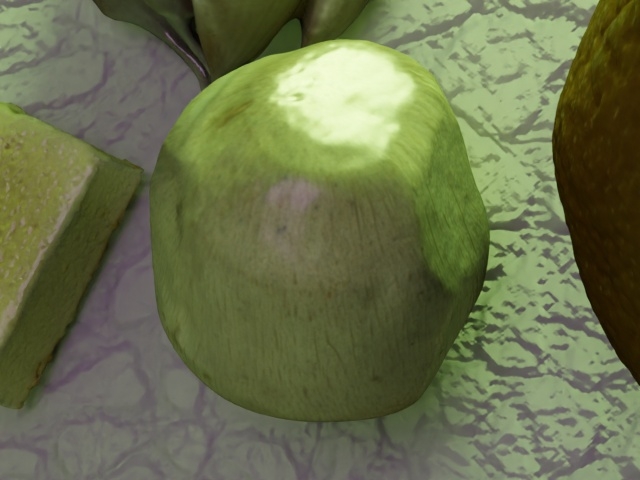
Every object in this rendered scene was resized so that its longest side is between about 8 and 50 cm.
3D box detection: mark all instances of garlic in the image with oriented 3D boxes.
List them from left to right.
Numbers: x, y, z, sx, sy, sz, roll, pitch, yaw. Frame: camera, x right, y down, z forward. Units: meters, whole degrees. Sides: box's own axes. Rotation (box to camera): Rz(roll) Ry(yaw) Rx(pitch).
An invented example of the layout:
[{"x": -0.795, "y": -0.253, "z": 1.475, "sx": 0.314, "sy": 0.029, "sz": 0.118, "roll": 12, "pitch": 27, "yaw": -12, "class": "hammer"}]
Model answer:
[{"x": -0.063, "y": -0.235, "z": 1.081, "sx": 0.237, "sy": 0.210, "sz": 0.292, "roll": 32, "pitch": 84, "yaw": -8, "class": "garlic"}]

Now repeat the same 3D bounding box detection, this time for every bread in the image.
[{"x": -0.214, "y": 0.007, "z": 1.097, "sx": 0.125, "sy": 0.068, "sz": 0.188, "roll": 25, "pitch": 85, "yaw": 26, "class": "bread"}]

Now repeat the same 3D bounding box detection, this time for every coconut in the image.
[{"x": 0.000, "y": 0.000, "z": 0.949, "sx": 0.224, "sy": 0.224, "sz": 0.224, "roll": -6, "pitch": 74, "yaw": 21, "class": "coconut"}]

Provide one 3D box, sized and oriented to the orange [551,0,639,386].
[{"x": 0.265, "y": -0.038, "z": 0.751, "sx": 0.322, "sy": 0.357, "sz": 0.322, "roll": -9, "pitch": 60, "yaw": 16, "class": "orange"}]
